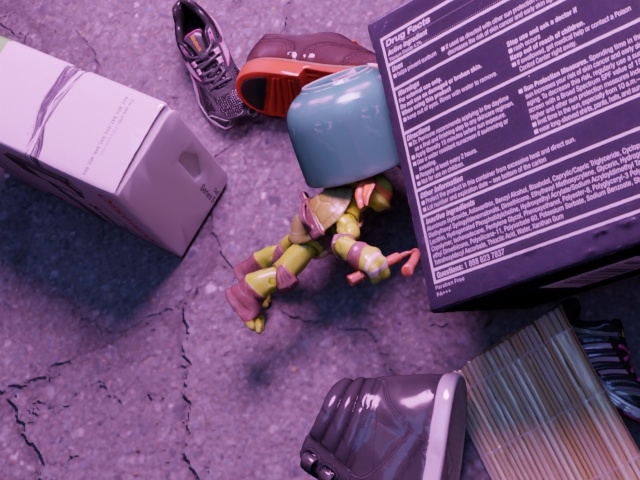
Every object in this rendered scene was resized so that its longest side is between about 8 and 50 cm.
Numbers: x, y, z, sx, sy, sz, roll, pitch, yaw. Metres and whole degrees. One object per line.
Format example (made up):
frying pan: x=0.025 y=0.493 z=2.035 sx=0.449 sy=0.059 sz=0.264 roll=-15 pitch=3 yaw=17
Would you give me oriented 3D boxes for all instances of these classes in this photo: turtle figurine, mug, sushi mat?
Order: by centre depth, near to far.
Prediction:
sushi mat: x=0.236 y=0.230 z=0.976 sx=0.151 sy=0.019 sz=0.317 roll=-40 pitch=62 yaw=31
turtle figurine: x=0.000 y=0.000 z=1.066 sx=0.217 sy=0.087 sz=0.269 roll=-39 pitch=28 yaw=15
mug: x=0.021 y=-0.121 z=1.080 sx=0.157 sy=0.129 sz=0.097 roll=-6 pitch=110 yaw=41

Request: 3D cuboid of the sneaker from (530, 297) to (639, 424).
sneaker: x=0.282 y=0.116 z=1.015 sx=0.170 sy=0.063 sz=0.075 roll=39 pitch=90 yaw=28

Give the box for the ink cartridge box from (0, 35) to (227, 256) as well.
ink cartridge box: x=-0.267 y=-0.108 z=1.163 sx=0.272 sy=0.198 sz=0.115 roll=24 pitch=78 yaw=21

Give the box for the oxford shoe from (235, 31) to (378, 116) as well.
oxford shoe: x=0.044 y=-0.192 z=1.174 sx=0.271 sy=0.097 sz=0.098 roll=9 pitch=56 yaw=9

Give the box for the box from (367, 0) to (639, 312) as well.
box: x=0.231 y=-0.113 z=0.947 sx=0.296 sy=0.182 sz=0.294 roll=-22 pitch=74 yaw=41

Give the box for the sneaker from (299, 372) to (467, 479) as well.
sneaker: x=0.047 y=0.265 z=1.008 sx=0.146 sy=0.104 sz=0.296 roll=5 pitch=71 yaw=23

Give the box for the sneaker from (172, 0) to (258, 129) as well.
sneaker: x=-0.136 y=-0.212 z=1.233 sx=0.072 sy=0.077 sz=0.178 roll=-32 pitch=67 yaw=3
